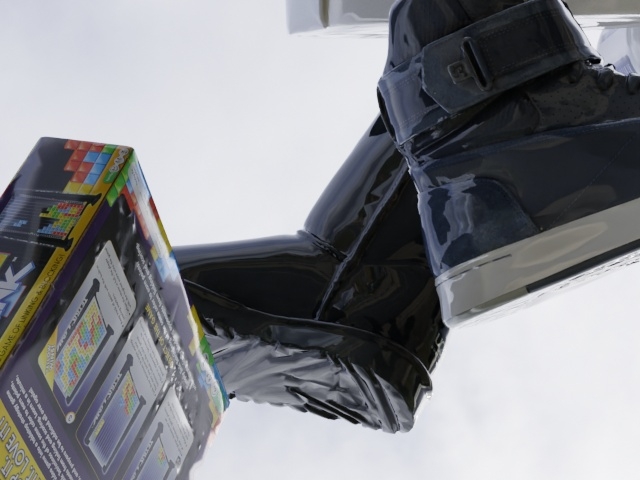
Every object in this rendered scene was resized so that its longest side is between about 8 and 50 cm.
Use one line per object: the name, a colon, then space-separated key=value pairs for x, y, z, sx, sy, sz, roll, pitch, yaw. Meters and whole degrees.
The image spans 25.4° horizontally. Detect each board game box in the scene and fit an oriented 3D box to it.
board game box: x=-0.101 y=0.067 z=0.579 sx=0.170 sy=0.048 sz=0.141 roll=75 pitch=-148 yaw=-44

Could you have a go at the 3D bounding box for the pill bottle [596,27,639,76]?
pill bottle: x=0.296 y=-0.162 z=1.152 sx=0.112 sy=0.187 sz=0.112 roll=0 pitch=-92 yaw=-1

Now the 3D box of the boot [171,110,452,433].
boot: x=0.000 y=0.000 z=0.879 sx=0.207 sy=0.246 sz=0.094 roll=-57 pitch=-36 yaw=-33

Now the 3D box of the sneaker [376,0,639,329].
sneaker: x=0.132 y=-0.074 z=0.605 sx=0.226 sy=0.086 sz=0.163 roll=-21 pitch=-102 yaw=16

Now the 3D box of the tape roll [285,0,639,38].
tape roll: x=0.113 y=-0.196 z=0.991 sx=0.286 sy=0.286 sz=0.100 roll=-5 pitch=-83 yaw=-24
